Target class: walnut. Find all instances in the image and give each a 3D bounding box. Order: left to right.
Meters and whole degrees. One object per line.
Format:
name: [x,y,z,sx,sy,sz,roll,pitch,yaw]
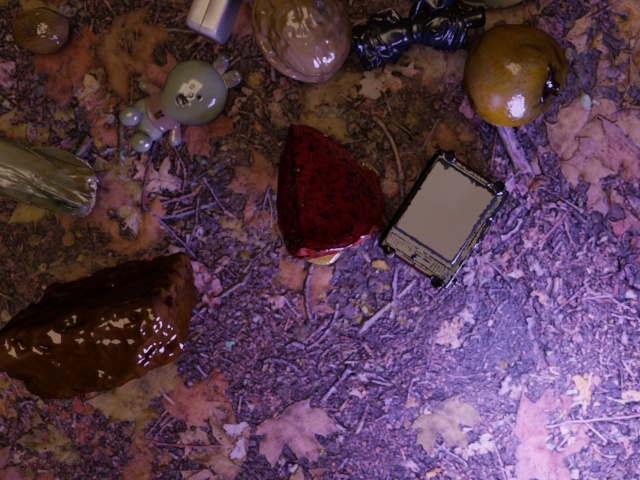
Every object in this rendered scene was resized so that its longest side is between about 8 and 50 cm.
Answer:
walnut: [-0.596,-0.446,1.817,0.124,0.105,0.105,-3,94,5]
walnut: [-0.040,-0.435,1.730,0.198,0.198,0.245,-25,100,6]

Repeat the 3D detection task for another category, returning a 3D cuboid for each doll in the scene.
doll: [-0.298,-0.297,1.806,0.275,0.113,0.155,-33,100,-1]

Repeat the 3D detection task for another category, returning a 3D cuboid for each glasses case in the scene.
glasses case: [-0.182,-0.568,1.760,0.070,0.131,0.312,22,95,2]

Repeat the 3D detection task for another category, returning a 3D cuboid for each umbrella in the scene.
umbrella: [0.195,-0.426,1.717,0.272,0.110,0.122,-7,98,25]

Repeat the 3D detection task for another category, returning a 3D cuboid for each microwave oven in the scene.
microwave oven: [0.253,-0.042,1.744,0.188,0.178,0.247,34,96,4]

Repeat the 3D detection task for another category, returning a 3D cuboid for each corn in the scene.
corn: [-0.616,-0.138,1.827,0.305,0.123,0.122,18,117,3]

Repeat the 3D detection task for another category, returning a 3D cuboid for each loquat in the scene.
loquat: [0.388,-0.325,1.701,0.213,0.213,0.213,0,94,4]

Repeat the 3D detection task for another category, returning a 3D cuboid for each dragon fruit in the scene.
dragon fruit: [0.017,-0.066,1.768,0.205,0.152,0.317,7,56,-17]

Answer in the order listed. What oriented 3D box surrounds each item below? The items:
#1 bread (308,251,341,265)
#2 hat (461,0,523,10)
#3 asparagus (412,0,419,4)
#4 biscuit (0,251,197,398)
bread: [0.000,0.000,1.841,0.110,0.024,0.110,0,92,3]
hat: [0.332,-0.593,1.710,0.232,0.161,0.275,-44,93,10]
asparagus: [0.188,-0.537,1.768,0.278,0.060,0.067,41,131,1]
biscuit: [-0.428,0.165,1.709,0.343,0.395,0.166,-12,104,5]
